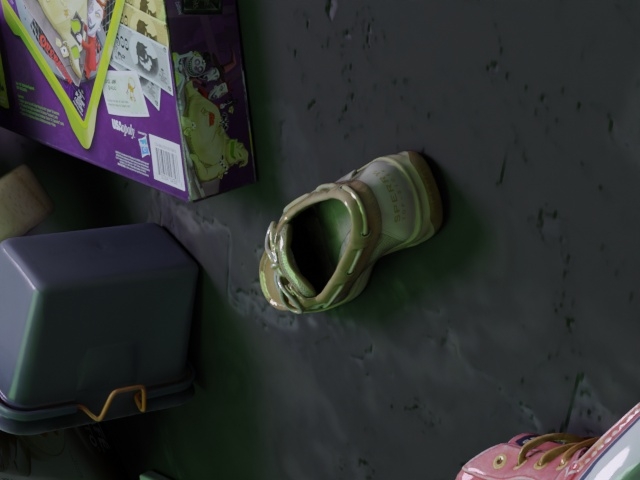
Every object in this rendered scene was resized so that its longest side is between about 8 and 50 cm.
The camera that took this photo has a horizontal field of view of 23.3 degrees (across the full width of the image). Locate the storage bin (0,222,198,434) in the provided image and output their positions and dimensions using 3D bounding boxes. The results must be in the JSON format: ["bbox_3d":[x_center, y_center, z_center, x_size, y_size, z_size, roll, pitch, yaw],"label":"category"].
[{"bbox_3d":[-0.132,0.048,0.896,0.098,0.135,0.091,44,130,41],"label":"storage bin"}]

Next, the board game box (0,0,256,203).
[{"bbox_3d":[-0.154,-0.156,0.906,0.347,0.056,0.208,22,127,54],"label":"board game box"}]

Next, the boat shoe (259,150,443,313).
[{"bbox_3d":[0.001,0.002,0.721,0.153,0.048,0.056,-29,80,60],"label":"boat shoe"}]

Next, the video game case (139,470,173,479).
[{"bbox_3d":[-0.078,0.201,0.996,0.122,0.011,0.087,8,111,58],"label":"video game case"}]

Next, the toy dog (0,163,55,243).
[{"bbox_3d":[-0.302,-0.031,1.029,0.220,0.161,0.334,54,156,10],"label":"toy dog"}]

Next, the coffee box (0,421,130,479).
[{"bbox_3d":[-0.232,0.117,0.993,0.141,0.098,0.246,62,-172,19],"label":"coffee box"}]

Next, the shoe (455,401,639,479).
[{"bbox_3d":[0.098,0.095,0.590,0.178,0.063,0.081,-62,32,34],"label":"shoe"}]
